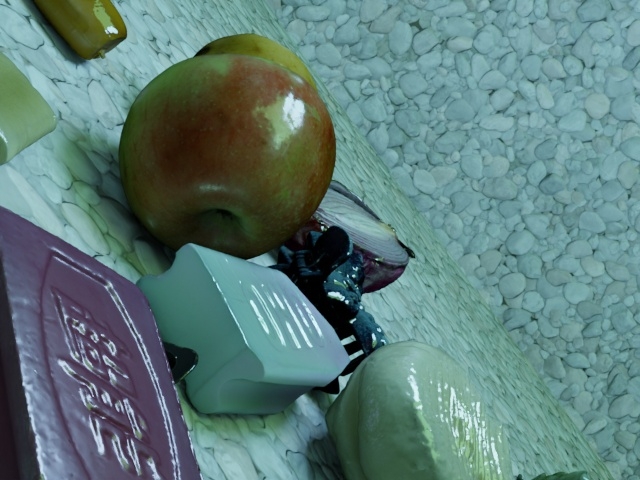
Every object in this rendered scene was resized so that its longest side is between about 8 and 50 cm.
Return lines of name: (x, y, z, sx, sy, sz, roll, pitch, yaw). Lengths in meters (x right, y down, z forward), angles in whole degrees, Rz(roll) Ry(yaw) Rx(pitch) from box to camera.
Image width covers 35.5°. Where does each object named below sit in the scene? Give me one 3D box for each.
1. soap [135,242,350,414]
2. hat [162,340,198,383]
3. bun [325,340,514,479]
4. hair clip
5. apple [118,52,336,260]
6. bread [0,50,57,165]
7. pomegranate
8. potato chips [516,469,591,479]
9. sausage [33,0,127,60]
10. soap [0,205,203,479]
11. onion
soap: (-0.092, 0.137, 1.416, 0.208, 0.115, 0.347, 61, 16, 21)
hat: (-0.195, 0.155, 1.157, 0.121, 0.121, 0.050, -91, -178, -65)
bun: (0.140, 0.328, 1.510, 0.365, 0.219, 0.365, 48, 27, -35)
hair clip: (0.002, 0.103, 1.702, 0.206, 0.195, 0.310, 59, 8, -32)
apple: (-0.137, -0.115, 1.472, 0.319, 0.319, 0.277, 36, 49, -50)
bread: (-0.404, -0.164, 1.219, 0.139, 0.060, 0.178, 50, 15, -11)
pomegranate: (-0.139, -0.219, 1.758, 0.307, 0.307, 0.307, 49, 15, -19)
potato chips: (0.321, 0.530, 1.513, 0.097, 0.389, 0.373, 12, 18, 7)
sausage: (-0.444, -0.441, 1.638, 0.328, 0.112, 0.112, 53, 15, -2)
soap: (-0.234, 0.163, 0.893, 0.233, 0.128, 0.359, 37, 21, -47)
onion: (0.000, 0.000, 1.950, 0.349, 0.159, 0.267, 15, 28, -48)
